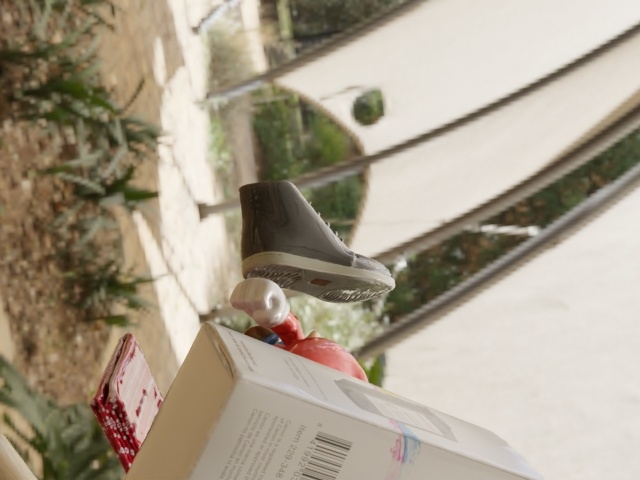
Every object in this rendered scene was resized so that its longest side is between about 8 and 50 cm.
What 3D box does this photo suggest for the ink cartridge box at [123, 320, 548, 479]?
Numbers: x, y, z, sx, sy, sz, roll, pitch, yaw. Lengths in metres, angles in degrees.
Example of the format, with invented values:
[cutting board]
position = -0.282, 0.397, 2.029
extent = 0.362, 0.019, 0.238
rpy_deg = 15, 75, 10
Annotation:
[ink cartridge box]
position = 0.000, 0.230, 0.937
extent = 0.226, 0.306, 0.131
rpy_deg = -63, -155, 8

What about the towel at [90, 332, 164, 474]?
[towel]
position = -0.149, 0.242, 1.164
extent = 0.199, 0.031, 0.275
rpy_deg = -98, 164, -77

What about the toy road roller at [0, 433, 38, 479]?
[toy road roller]
position = -0.507, 0.401, 1.393
extent = 0.202, 0.329, 0.240
rpy_deg = 49, 10, 11

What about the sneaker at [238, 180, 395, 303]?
[sneaker]
position = 0.000, 0.000, 1.342
extent = 0.222, 0.083, 0.118
rpy_deg = 16, 57, -41

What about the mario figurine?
[mario figurine]
position = -0.063, 0.157, 1.221
extent = 0.198, 0.170, 0.320
rpy_deg = 48, -9, -1
